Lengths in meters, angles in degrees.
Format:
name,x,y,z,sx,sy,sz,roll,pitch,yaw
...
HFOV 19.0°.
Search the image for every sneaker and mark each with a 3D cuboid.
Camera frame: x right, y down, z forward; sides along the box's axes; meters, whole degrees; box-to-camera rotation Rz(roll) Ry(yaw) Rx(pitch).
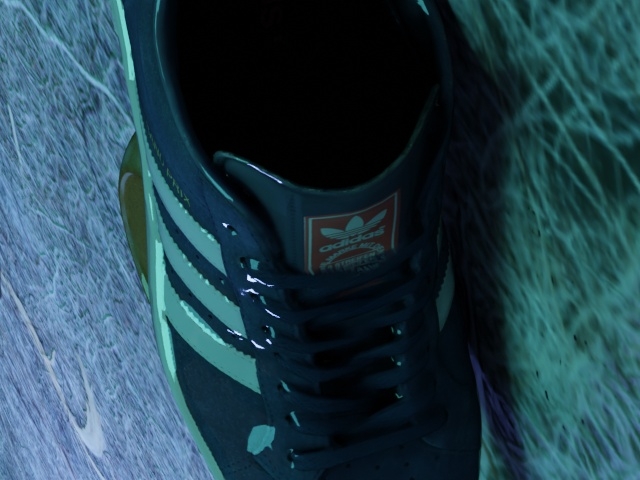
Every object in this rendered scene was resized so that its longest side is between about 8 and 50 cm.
name,x,y,z,sx,sy,sz,roll,pitch,yaw
sneaker,0.000,0.000,0.728,0.148,0.131,0.350,-140,31,-65

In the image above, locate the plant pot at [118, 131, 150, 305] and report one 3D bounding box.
name,x,y,z,sx,sy,sz,roll,pitch,yaw
plant pot,-0.071,0.037,1.176,0.236,0.032,0.236,55,160,31
